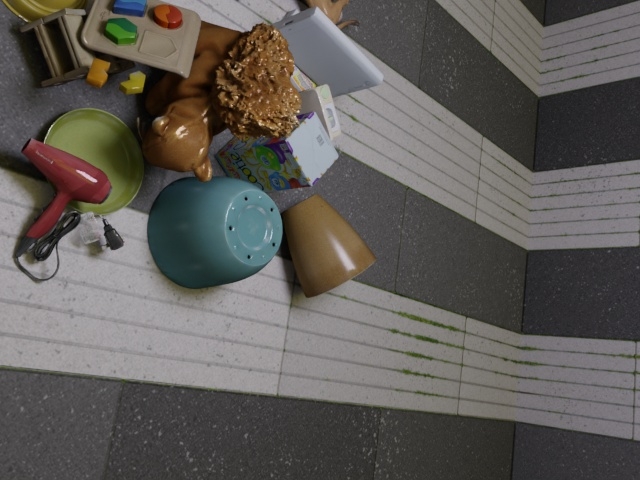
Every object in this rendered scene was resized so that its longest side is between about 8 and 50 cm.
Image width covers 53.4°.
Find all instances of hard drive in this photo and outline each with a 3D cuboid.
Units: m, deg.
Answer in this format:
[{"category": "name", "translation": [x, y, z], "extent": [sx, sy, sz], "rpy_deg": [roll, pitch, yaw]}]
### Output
[{"category": "hard drive", "translation": [0.012, -0.531, 1.831], "extent": [0.308, 0.203, 0.040], "rpy_deg": [34, 63, -40]}]

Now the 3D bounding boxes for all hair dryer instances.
[{"category": "hair dryer", "translation": [-0.539, -0.073, 1.324], "extent": [0.224, 0.080, 0.293], "rpy_deg": [-25, 112, -33]}]

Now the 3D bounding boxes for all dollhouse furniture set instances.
[{"category": "dollhouse furniture set", "translation": [-0.528, -0.421, 1.397], "extent": [0.183, 0.129, 0.129], "rpy_deg": [-47, 123, -66]}]

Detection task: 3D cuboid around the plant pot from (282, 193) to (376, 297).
[{"category": "plant pot", "translation": [0.000, 0.000, 1.862], "extent": [0.237, 0.237, 0.254], "rpy_deg": [-32, 95, -43]}]

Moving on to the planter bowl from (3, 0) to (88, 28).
[{"category": "planter bowl", "translation": [-0.577, -0.571, 1.356], "extent": [0.217, 0.090, 0.217], "rpy_deg": [4, 84, -46]}]

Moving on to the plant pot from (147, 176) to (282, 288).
[{"category": "plant pot", "translation": [-0.238, -0.027, 1.577], "extent": [0.293, 0.235, 0.292], "rpy_deg": [5, 83, -46]}]

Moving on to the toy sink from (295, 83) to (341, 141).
[{"category": "toy sink", "translation": [-0.035, -0.350, 1.814], "extent": [0.131, 0.234, 0.152], "rpy_deg": [-31, 109, -43]}]

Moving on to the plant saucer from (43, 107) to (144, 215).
[{"category": "plant saucer", "translation": [-0.514, -0.175, 1.436], "extent": [0.241, 0.037, 0.240], "rpy_deg": [3, 86, -47]}]

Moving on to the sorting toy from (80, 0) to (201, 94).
[{"category": "sorting toy", "translation": [-0.382, -0.426, 1.356], "extent": [0.229, 0.041, 0.307], "rpy_deg": [16, 53, -18]}]

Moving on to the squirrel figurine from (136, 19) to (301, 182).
[{"category": "squirrel figurine", "translation": [-0.243, -0.323, 1.470], "extent": [0.281, 0.397, 0.370], "rpy_deg": [59, 37, -36]}]

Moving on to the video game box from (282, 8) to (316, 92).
[{"category": "video game box", "translation": [-0.069, -0.561, 1.929], "extent": [0.205, 0.048, 0.187], "rpy_deg": [50, 57, -32]}]

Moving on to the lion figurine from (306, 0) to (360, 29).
[{"category": "lion figurine", "translation": [-0.016, -0.754, 1.923], "extent": [0.392, 0.142, 0.240], "rpy_deg": [49, 48, -30]}]

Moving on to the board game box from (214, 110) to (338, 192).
[{"category": "board game box", "translation": [-0.118, -0.224, 1.686], "extent": [0.142, 0.275, 0.144], "rpy_deg": [-52, 123, -35]}]
